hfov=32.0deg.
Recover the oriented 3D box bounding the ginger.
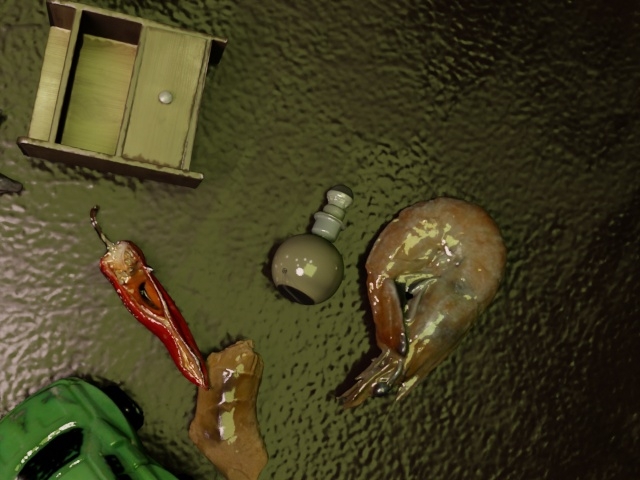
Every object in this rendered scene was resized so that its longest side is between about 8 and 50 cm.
[{"bbox_3d":[-0.109,0.215,1.378,0.095,0.069,0.190,3,92,14],"label":"ginger"}]

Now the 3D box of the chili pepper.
[{"bbox_3d":[-0.208,0.071,1.366,0.059,0.050,0.268,-38,84,8],"label":"chili pepper"}]

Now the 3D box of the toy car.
[{"bbox_3d":[-0.244,0.317,1.262,0.213,0.176,0.358,-39,72,-11],"label":"toy car"}]

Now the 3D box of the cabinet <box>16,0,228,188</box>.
[{"bbox_3d":[-0.232,-0.170,1.329,0.215,0.148,0.174,11,87,-11],"label":"cabinet"}]

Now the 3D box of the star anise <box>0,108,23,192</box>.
[{"bbox_3d":[-0.448,-0.077,1.331,0.172,0.063,0.208,35,83,-9],"label":"star anise"}]

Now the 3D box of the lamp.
[{"bbox_3d":[0.000,0.000,1.406,0.091,0.091,0.163,27,67,-8],"label":"lamp"}]

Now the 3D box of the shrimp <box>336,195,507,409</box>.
[{"bbox_3d":[0.113,0.078,1.428,0.168,0.077,0.317,40,78,3],"label":"shrimp"}]
